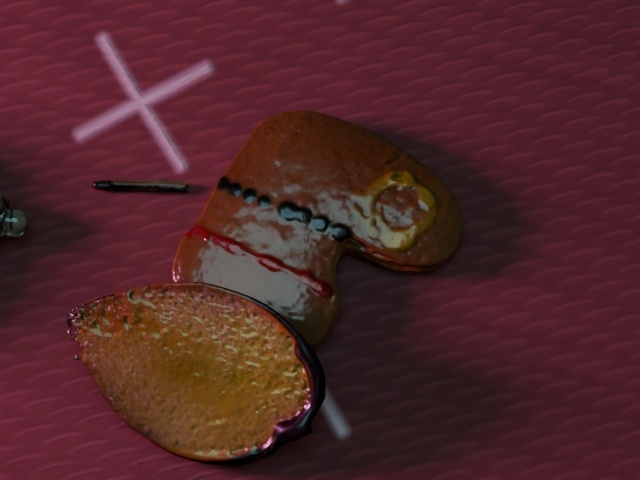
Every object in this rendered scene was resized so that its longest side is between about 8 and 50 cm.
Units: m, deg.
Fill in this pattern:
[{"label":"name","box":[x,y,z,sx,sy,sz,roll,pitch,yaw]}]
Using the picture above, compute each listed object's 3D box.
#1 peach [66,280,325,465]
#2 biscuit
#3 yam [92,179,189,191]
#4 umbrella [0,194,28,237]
[{"label":"peach","box":[-0.130,0.129,1.721,0.279,0.068,0.189,25,97,2]},{"label":"biscuit","box":[0.000,-0.001,1.791,0.262,0.052,0.277,32,72,6]},{"label":"yam","box":[-0.198,-0.060,1.815,0.107,0.014,0.014,1,72,-5]},{"label":"umbrella","box":[-0.386,-0.022,1.765,0.143,0.062,0.067,4,106,-3]}]
